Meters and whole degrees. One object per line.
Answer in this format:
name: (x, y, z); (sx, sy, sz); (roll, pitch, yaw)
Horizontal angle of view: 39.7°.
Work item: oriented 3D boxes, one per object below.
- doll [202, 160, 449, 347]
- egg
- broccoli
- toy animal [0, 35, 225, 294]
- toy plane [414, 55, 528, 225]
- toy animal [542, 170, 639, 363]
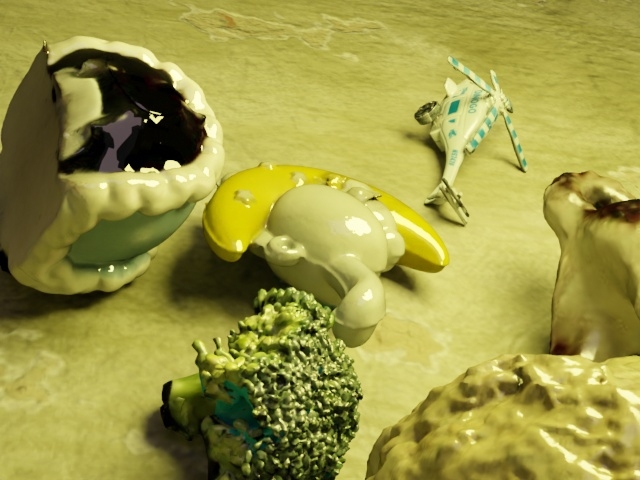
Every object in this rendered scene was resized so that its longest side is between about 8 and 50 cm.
doll: (0.000, 0.000, 0.831); (0.252, 0.111, 0.237); (31, 23, 27)
egg: (0.154, 0.189, 0.468); (0.279, 0.279, 0.310); (-21, 25, -39)
broccoli: (-0.050, 0.119, 0.645); (0.160, 0.167, 0.154); (-7, -5, 19)
toy animal: (-0.189, -0.057, 0.781); (0.156, 0.204, 0.208); (14, 42, -35)
toy plane: (0.175, -0.115, 1.095); (0.182, 0.107, 0.273); (38, 49, -38)
toy animal: (0.364, 0.055, 0.792); (0.344, 0.194, 0.303); (12, 39, -10)
